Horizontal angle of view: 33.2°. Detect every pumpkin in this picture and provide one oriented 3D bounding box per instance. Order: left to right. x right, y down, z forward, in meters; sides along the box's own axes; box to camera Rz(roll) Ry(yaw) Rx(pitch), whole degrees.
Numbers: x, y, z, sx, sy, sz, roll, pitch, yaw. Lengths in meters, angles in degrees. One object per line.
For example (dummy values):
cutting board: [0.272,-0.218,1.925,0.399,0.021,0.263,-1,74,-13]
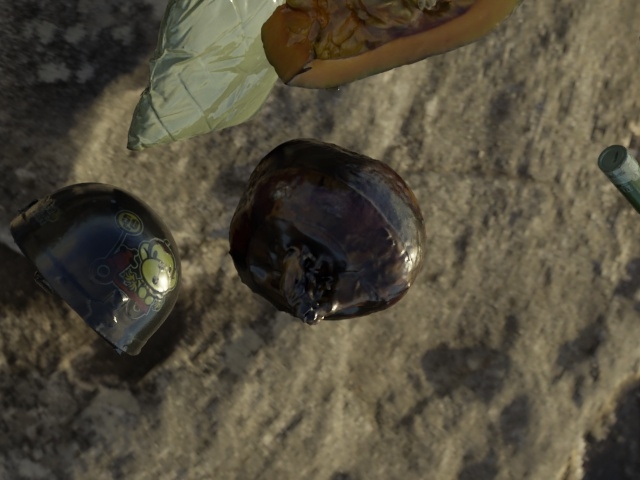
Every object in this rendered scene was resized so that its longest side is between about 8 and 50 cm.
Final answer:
pumpkin: [0.066,-0.271,1.008,0.281,0.139,0.190,-17,136,-1]

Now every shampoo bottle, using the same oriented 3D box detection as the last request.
shampoo bottle: [0.587,-0.095,1.993,0.204,0.065,0.065,39,84,-36]

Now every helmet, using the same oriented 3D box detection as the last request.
helmet: [-0.274,0.015,1.396,0.160,0.279,0.230,-41,120,0]

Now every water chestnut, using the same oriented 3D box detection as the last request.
water chestnut: [0.000,0.000,1.198,0.223,0.224,0.238,55,44,-31]

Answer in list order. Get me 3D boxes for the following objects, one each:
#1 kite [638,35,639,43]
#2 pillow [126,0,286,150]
kite: [0.419,-0.336,1.113,0.015,0.169,0.309,32,107,8]
pillow: [-0.143,-0.267,1.519,0.274,0.076,0.280,-22,146,-45]
